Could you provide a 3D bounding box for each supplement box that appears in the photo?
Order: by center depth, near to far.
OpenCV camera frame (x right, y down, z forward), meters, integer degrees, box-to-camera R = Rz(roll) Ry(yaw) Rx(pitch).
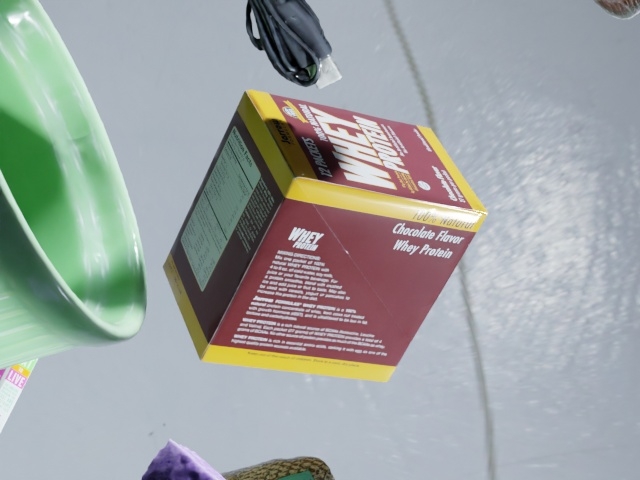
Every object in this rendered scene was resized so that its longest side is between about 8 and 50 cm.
[{"bbox_3d":[0.000,0.000,1.242,0.191,0.129,0.194,9,123,-30],"label":"supplement box"}]

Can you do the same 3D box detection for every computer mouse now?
[{"bbox_3d":[0.044,-0.261,1.141,0.272,0.072,0.188,-40,117,-15],"label":"computer mouse"}]

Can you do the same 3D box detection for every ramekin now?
[{"bbox_3d":[-0.252,-0.046,1.020,0.148,0.303,0.303,-21,85,7],"label":"ramekin"}]

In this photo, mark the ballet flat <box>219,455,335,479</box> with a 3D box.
[{"bbox_3d":[-0.009,0.361,1.443,0.182,0.482,0.164,-21,53,-10],"label":"ballet flat"}]

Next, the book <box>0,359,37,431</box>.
[{"bbox_3d":[-0.286,0.146,1.172,0.035,0.096,0.144,39,62,-30],"label":"book"}]

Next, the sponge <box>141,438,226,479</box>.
[{"bbox_3d":[-0.096,0.223,0.764,0.117,0.031,0.210,30,86,41],"label":"sponge"}]

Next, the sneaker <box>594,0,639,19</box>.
[{"bbox_3d":[0.385,-0.314,1.542,0.121,0.302,0.108,-42,104,-8],"label":"sneaker"}]
